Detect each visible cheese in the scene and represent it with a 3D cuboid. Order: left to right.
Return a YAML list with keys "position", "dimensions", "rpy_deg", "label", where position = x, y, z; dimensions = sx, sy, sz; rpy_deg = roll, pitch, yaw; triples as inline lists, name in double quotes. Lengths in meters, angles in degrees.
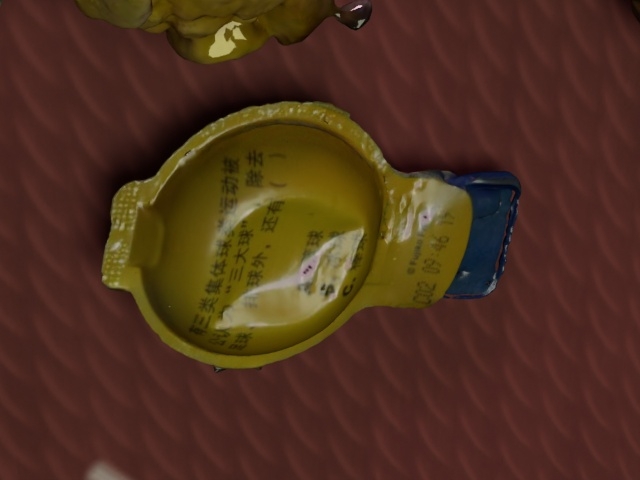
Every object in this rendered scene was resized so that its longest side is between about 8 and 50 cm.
- position: [0.000, 0.000, 1.047]
  dimensions: [0.270, 0.069, 0.177]
  rpy_deg: [0, 115, -25]
  label: "cheese"

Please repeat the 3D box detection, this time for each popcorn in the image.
- position: [-0.067, -0.185, 0.898]
  dimensions: [0.163, 0.140, 0.194]
  rpy_deg: [-17, 130, -23]
  label: "popcorn"

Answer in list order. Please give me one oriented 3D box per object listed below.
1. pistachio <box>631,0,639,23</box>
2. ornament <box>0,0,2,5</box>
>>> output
- position: [0.260, -0.152, 1.057]
  dimensions: [0.149, 0.113, 0.113]
  rpy_deg: [-6, 116, -14]
  label: "pistachio"
- position: [-0.161, -0.188, 0.806]
  dimensions: [0.120, 0.130, 0.285]
  rpy_deg: [23, 128, -28]
  label: "ornament"
